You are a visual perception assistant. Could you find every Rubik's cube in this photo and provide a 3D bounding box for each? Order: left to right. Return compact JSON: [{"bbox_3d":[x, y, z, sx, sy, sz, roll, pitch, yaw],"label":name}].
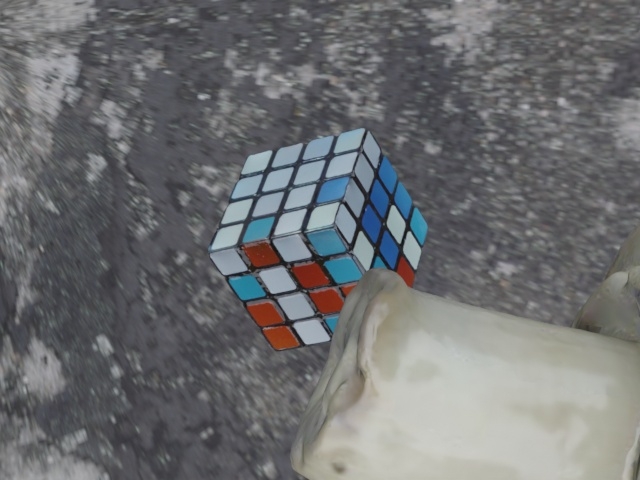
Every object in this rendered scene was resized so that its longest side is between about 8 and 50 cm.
[{"bbox_3d":[0.000,0.000,1.606,0.155,0.154,0.151,-13,127,29],"label":"Rubik's cube"}]

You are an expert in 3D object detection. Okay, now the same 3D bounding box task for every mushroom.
[{"bbox_3d":[0.161,0.090,0.755,0.336,0.314,0.314,16,94,-10],"label":"mushroom"}]
